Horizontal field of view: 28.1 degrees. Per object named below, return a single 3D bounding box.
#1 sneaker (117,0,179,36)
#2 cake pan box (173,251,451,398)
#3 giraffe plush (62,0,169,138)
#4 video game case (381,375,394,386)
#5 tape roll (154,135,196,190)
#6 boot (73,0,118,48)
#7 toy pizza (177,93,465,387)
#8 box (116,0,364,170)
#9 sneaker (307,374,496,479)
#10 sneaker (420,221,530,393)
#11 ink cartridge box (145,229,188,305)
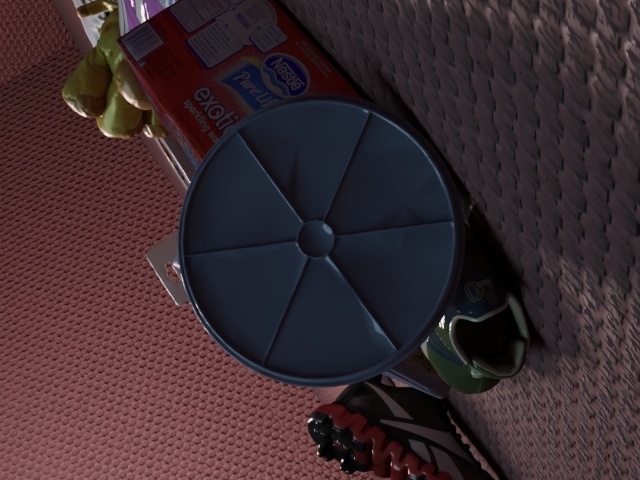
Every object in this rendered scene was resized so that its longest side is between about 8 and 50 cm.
[{"bbox_3d":[-0.131,-0.197,1.297,0.161,0.102,0.282,50,170,27],"label":"sneaker"},{"bbox_3d":[-0.013,0.054,1.214,0.267,0.070,0.246,28,173,-8],"label":"cake pan box"},{"bbox_3d":[-0.225,-0.230,1.671,0.170,0.181,0.210,23,111,60],"label":"giraffe plush"},{"bbox_3d":[0.046,0.154,1.914,0.183,0.023,0.201,58,172,-7],"label":"video game case"},{"bbox_3d":[-0.225,-0.152,2.210,0.219,0.072,0.219,56,172,12],"label":"tape roll"},{"bbox_3d":[-0.336,-0.363,1.942,0.258,0.095,0.123,59,180,-5],"label":"boot"},{"bbox_3d":[0.000,0.000,0.882,0.201,0.201,0.032,56,-172,10],"label":"toy pizza"},{"bbox_3d":[-0.043,-0.090,1.037,0.257,0.128,0.122,51,172,38],"label":"box"},{"bbox_3d":[0.126,0.240,1.464,0.276,0.135,0.097,30,149,20],"label":"sneaker"},{"bbox_3d":[0.115,0.075,0.930,0.086,0.064,0.192,58,172,40],"label":"sneaker"},{"bbox_3d":[-0.137,0.017,1.837,0.115,0.198,0.067,53,172,32],"label":"ink cartridge box"}]
